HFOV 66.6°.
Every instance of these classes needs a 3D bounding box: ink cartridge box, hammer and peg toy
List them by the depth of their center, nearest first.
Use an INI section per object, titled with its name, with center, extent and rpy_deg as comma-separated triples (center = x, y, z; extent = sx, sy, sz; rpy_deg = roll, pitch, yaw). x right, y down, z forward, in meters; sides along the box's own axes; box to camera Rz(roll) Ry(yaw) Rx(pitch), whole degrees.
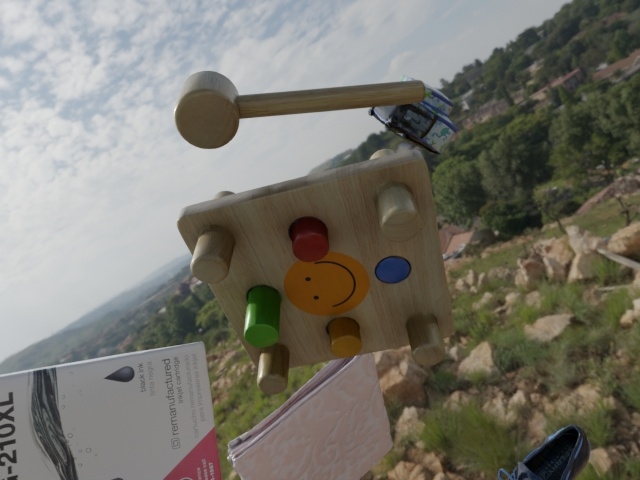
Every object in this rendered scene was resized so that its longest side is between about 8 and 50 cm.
[ink cartridge box]
center = -0.219, 0.195, 0.426
extent = 0.237, 0.171, 0.100
rpy_deg = -3, -13, -34
[hammer and peg toy]
center = 0.000, 0.000, 0.506
extent = 0.266, 0.361, 0.127
rpy_deg = -12, 36, 8

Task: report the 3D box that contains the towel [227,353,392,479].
[towel]
center = 0.002, 0.391, 0.936
extent = 0.317, 0.331, 0.053
rpy_deg = -33, 39, -24

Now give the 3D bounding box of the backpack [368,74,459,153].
[backpack]
center = 0.146, -0.183, 0.714
extent = 0.084, 0.114, 0.105
rpy_deg = -55, 26, 16

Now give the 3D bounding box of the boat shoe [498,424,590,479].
[boat shoe]
center = 0.367, 0.418, 0.852
extent = 0.258, 0.089, 0.109
rpy_deg = -45, 41, -19
